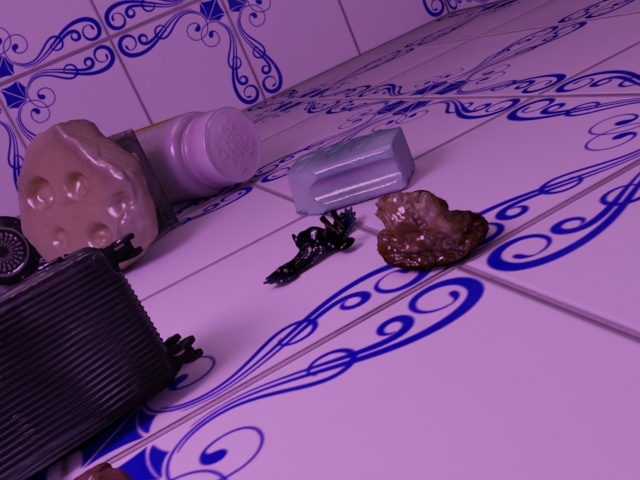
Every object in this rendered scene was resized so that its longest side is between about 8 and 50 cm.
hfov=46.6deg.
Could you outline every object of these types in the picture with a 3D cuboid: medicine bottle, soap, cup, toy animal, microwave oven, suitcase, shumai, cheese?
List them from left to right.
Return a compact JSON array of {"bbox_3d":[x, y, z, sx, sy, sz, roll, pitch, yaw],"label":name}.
[{"bbox_3d":[-0.762,0.027,1.862,0.223,0.169,0.176,7,-2,-22],"label":"cup"},{"bbox_3d":[-0.313,0.141,0.844,0.312,0.202,0.128,-33,9,-24],"label":"suitcase"},{"bbox_3d":[-0.474,-0.079,1.499,0.318,0.326,0.115,-2,12,28],"label":"cheese"},{"bbox_3d":[-0.452,-0.107,1.668,0.194,0.240,0.145,-11,21,35],"label":"microwave oven"},{"bbox_3d":[-0.341,-0.204,1.860,0.379,0.213,0.213,-7,24,41],"label":"medicine bottle"},{"bbox_3d":[0.000,0.000,1.107,0.108,0.062,0.220,-32,7,47],"label":"toy animal"},{"bbox_3d":[0.045,-0.122,1.329,0.230,0.091,0.145,-15,19,22],"label":"soap"},{"bbox_3d":[0.140,-0.020,0.925,0.139,0.105,0.123,18,35,28],"label":"shumai"}]

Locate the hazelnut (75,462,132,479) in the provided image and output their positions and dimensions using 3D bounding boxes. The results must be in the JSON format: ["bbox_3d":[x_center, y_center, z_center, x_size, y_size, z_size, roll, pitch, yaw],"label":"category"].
[{"bbox_3d":[-0.184,0.229,0.619,0.086,0.086,0.086,-21,18,7],"label":"hazelnut"}]
